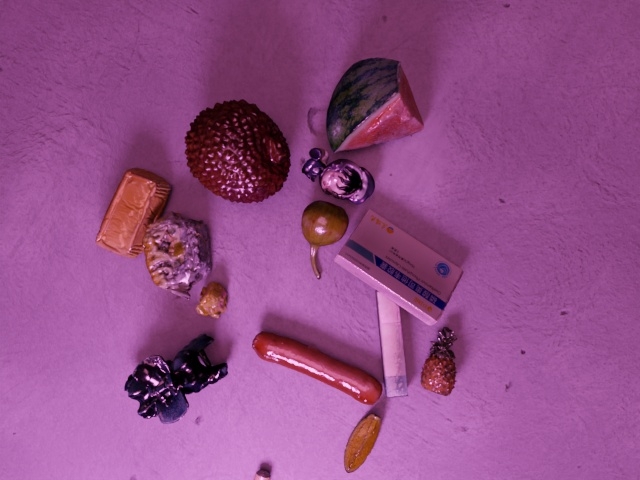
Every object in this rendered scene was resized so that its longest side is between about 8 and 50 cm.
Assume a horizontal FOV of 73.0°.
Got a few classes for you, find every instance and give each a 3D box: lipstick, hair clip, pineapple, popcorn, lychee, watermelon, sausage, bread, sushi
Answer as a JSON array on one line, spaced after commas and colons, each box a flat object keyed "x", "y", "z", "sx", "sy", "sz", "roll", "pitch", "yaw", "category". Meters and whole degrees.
[{"x": 0.215, "y": 0.309, "z": 1.321, "sx": 0.068, "sy": 0.066, "sz": 0.317, "roll": -6, "pitch": 86, "yaw": 3, "category": "lipstick"}, {"x": -0.436, "y": 0.418, "z": 1.285, "sx": 0.310, "sy": 0.206, "sz": 0.194, "roll": -31, "pitch": 86, "yaw": 1, "category": "hair clip"}, {"x": 0.364, "y": 0.357, "z": 1.295, "sx": 0.108, "sy": 0.108, "sz": 0.197, "roll": 15, "pitch": 81, "yaw": 4, "category": "pineapple"}, {"x": -0.336, "y": 0.182, "z": 1.350, "sx": 0.089, "sy": 0.097, "sz": 0.109, "roll": 10, "pitch": 73, "yaw": 1, "category": "popcorn"}, {"x": -0.240, "y": -0.251, "z": 1.272, "sx": 0.330, "sy": 0.306, "sz": 0.306, "roll": -1, "pitch": 86, "yaw": 30, "category": "lychee"}, {"x": 0.170, "y": -0.427, "z": 1.297, "sx": 0.293, "sy": 0.283, "sz": 0.250, "roll": -15, "pitch": 86, "yaw": -41, "category": "watermelon"}, {"x": -0.012, "y": 0.383, "z": 1.321, "sx": 0.419, "sy": 0.094, "sz": 0.094, "roll": 22, "pitch": 59, "yaw": 5, "category": "sausage"}, {"x": -0.595, "y": -0.087, "z": 1.370, "sx": 0.153, "sy": 0.119, "sz": 0.288, "roll": 23, "pitch": 89, "yaw": 2, "category": "bread"}, {"x": -0.436, "y": 0.045, "z": 1.342, "sx": 0.184, "sy": 0.139, "sz": 0.274, "roll": -9, "pitch": 89, "yaw": 6, "category": "sushi"}, {"x": 0.137, "y": 0.608, "z": 1.300, "sx": 0.075, "sy": 0.092, "sz": 0.181, "roll": 31, "pitch": 81, "yaw": -9, "category": "watermelon"}]

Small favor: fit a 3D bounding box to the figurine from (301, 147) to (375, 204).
[{"x": 0.062, "y": -0.197, "z": 1.340, "sx": 0.222, "sy": 0.145, "sz": 0.145, "roll": 35, "pitch": 89, "yaw": 7, "category": "figurine"}]

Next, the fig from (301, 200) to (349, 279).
[{"x": 0.000, "y": 0.000, "z": 1.345, "sx": 0.149, "sy": 0.149, "sz": 0.245, "roll": 16, "pitch": 107, "yaw": 4, "category": "fig"}]

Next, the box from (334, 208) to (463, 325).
[{"x": 0.236, "y": 0.077, "z": 1.298, "sx": 0.343, "sy": 0.065, "sz": 0.200, "roll": 34, "pitch": 63, "yaw": 5, "category": "box"}]

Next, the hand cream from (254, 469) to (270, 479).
[{"x": -0.201, "y": 0.804, "z": 1.315, "sx": 0.084, "sy": 0.084, "sz": 0.203, "roll": 13, "pitch": 83, "yaw": 4, "category": "hand cream"}]
